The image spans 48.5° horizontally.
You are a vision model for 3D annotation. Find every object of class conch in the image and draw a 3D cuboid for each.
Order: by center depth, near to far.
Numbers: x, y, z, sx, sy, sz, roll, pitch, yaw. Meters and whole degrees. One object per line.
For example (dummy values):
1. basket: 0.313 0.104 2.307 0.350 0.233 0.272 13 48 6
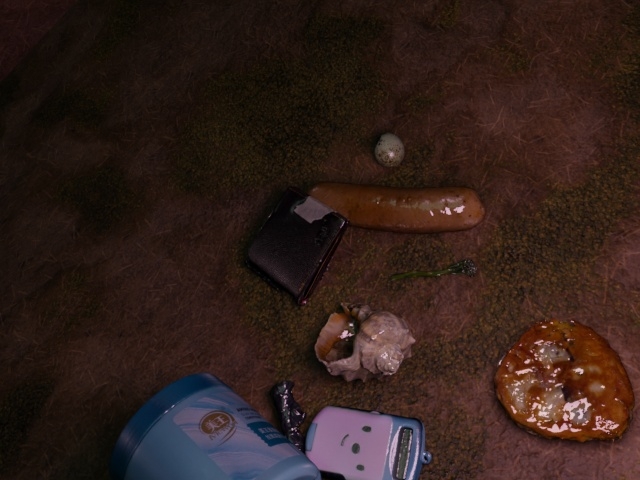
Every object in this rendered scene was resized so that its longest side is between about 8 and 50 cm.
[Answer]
1. conch: 0.114 0.251 1.681 0.210 0.159 0.291 -46 18 1

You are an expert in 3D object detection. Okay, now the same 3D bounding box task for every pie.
1. pie: 0.516 0.307 1.535 0.309 0.085 0.308 -11 54 16

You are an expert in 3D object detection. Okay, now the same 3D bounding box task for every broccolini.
1. broccolini: 0.285 0.085 1.786 0.218 0.042 0.044 -13 59 21

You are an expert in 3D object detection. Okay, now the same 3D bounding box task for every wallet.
1. wallet: -0.067 0.009 1.891 0.221 0.071 0.262 35 97 34

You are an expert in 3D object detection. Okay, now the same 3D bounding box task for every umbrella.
1. umbrella: -0.065 0.446 1.688 0.072 0.080 0.224 -1 59 -22

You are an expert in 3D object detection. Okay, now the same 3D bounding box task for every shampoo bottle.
1. shampoo bottle: -0.223 0.520 1.542 0.343 0.331 0.331 33 77 31

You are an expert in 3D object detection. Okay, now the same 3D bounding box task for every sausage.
1. sausage: 0.179 -0.088 1.864 0.501 0.123 0.136 4 59 23

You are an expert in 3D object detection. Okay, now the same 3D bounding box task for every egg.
1. egg: 0.191 -0.253 1.976 0.085 0.085 0.110 -16 58 12

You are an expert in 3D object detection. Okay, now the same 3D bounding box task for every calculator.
1. calculator: 0.105 0.470 1.609 0.293 0.051 0.172 5 63 19
